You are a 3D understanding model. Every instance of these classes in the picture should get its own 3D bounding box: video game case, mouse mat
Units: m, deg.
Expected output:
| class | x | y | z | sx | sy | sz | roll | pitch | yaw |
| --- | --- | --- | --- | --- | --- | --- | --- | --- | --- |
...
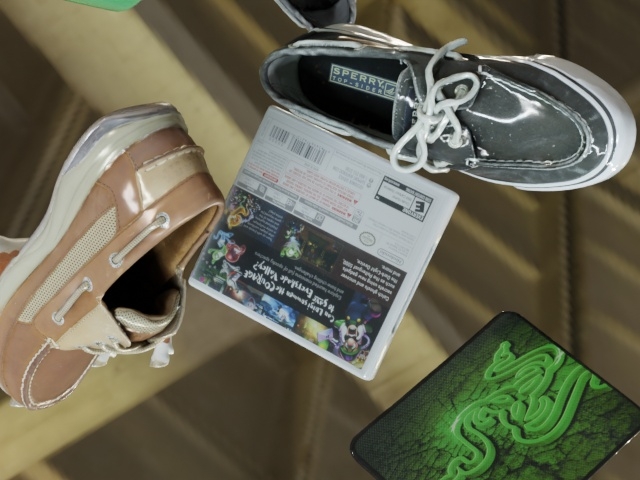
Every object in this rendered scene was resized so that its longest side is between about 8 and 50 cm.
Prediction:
| class | x | y | z | sx | sy | sz | roll | pitch | yaw |
| --- | --- | --- | --- | --- | --- | --- | --- | --- | --- |
| video game case | 0.000 | 0.000 | 1.381 | 0.190 | 0.173 | 0.022 | 27 | -175 | 23 |
| mouse mat | 0.136 | 0.148 | 1.248 | 0.153 | 0.190 | 0.007 | 39 | 153 | 28 |

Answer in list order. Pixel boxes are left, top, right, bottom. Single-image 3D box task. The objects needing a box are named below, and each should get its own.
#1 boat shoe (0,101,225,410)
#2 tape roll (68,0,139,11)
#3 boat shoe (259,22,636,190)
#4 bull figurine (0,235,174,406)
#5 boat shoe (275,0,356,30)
| class | x | y | z | sx | sy | sz | roll | pitch | yaw |
| --- | --- | --- | --- | --- | --- | --- | --- | --- | --- |
| boat shoe | -0.170 | 0.039 | 1.270 | 0.123 | 0.324 | 0.116 | -24 | -116 | -43 |
| tape roll | -0.175 | -0.360 | 1.393 | 0.077 | 0.321 | 0.321 | 9 | -132 | -26 |
| boat shoe | 0.093 | -0.108 | 1.291 | 0.306 | 0.113 | 0.105 | 23 | -157 | 25 |
| bull figurine | -0.292 | 0.066 | 1.760 | 0.310 | 0.101 | 0.188 | -12 | -76 | -33 |
| boat shoe | -0.047 | -0.300 | 1.436 | 0.102 | 0.108 | 0.301 | -108 | -8 | -48 |
